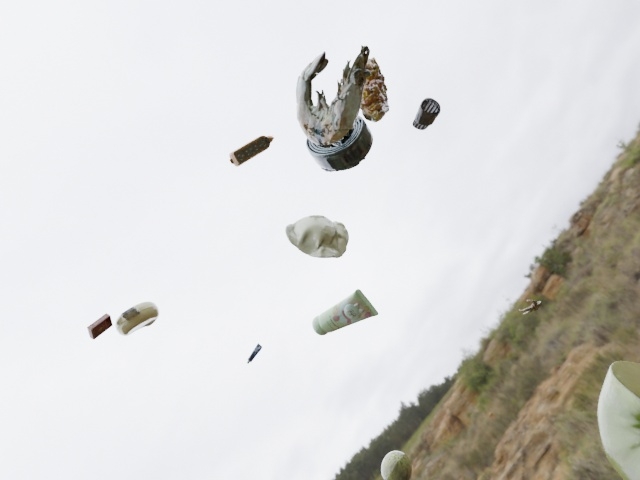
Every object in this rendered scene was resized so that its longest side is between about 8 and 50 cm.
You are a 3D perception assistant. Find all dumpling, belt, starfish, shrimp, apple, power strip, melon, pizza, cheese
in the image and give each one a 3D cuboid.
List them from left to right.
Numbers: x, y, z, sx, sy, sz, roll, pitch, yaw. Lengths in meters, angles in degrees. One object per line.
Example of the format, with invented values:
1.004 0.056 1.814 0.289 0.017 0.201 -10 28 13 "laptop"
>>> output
-0.638 0.259 1.746 0.163 0.070 0.249 -29 -10 -36 "cheese"
-0.209 -0.288 1.546 0.178 0.028 0.049 -39 -75 -33 "power strip"
-0.002 0.001 1.275 0.100 0.134 0.169 -44 -32 22 "dumpling"
0.031 -0.439 1.461 0.085 0.247 0.360 -28 -15 -42 "shrimp"
0.054 -0.348 1.728 0.206 0.268 0.116 -55 -47 -17 "belt"
0.192 -0.552 1.780 0.086 0.305 0.161 -21 -33 36 "pizza"
0.237 0.713 1.542 0.098 0.098 0.130 -32 -48 -30 "melon"
0.723 0.228 1.699 0.091 0.028 0.078 -16 -43 -17 "starfish"
0.642 0.339 0.809 0.360 0.311 0.320 15 -27 -18 "apple"

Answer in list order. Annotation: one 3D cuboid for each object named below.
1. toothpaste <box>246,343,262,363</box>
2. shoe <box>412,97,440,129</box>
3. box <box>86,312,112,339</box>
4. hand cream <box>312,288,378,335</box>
-0.249 0.425 1.849 0.083 0.027 0.019 -54 -32 -14 "toothpaste"
0.303 -0.352 1.443 0.159 0.062 0.053 110 -176 -75 "shoe"
-0.753 0.293 1.689 0.082 0.023 0.051 -44 -31 -45 "box"
0.096 0.326 2.167 0.306 0.147 0.093 -32 11 29 "hand cream"
